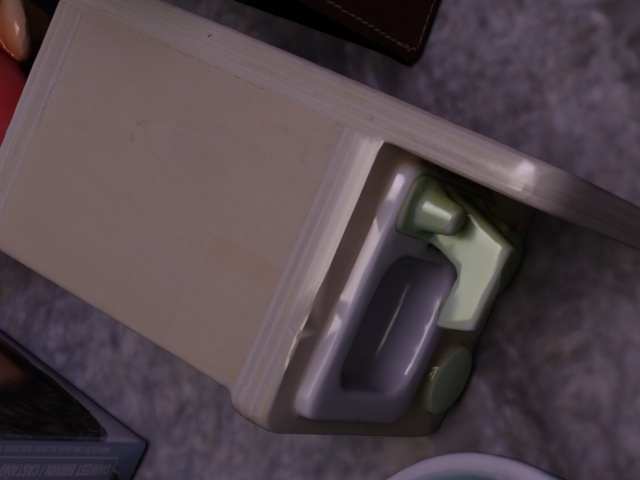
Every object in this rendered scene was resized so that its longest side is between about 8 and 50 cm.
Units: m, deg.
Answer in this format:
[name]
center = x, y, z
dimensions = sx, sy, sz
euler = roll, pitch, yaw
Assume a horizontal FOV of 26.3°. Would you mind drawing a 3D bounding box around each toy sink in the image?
[toy sink]
center = 0.000, 0.000, 0.569
dimensions = 0.234, 0.153, 0.131
euler = 26, 97, 30

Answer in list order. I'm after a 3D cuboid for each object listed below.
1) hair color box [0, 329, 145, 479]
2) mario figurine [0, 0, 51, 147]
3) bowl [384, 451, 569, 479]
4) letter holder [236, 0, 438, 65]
[hair color box]
center = -0.292, 0.053, 0.714
dimensions = 0.374, 0.185, 0.113
euler = 32, 99, 30
[mario figurine]
center = -0.177, -0.137, 0.737
dimensions = 0.198, 0.170, 0.320
euler = 136, 135, -59
[bowl]
center = 0.107, 0.225, 0.427
dimensions = 0.311, 0.163, 0.311
euler = -173, 90, -65
[letter holder]
center = -0.050, -0.225, 0.543
dimensions = 0.152, 0.302, 0.214
euler = 25, 96, 31
